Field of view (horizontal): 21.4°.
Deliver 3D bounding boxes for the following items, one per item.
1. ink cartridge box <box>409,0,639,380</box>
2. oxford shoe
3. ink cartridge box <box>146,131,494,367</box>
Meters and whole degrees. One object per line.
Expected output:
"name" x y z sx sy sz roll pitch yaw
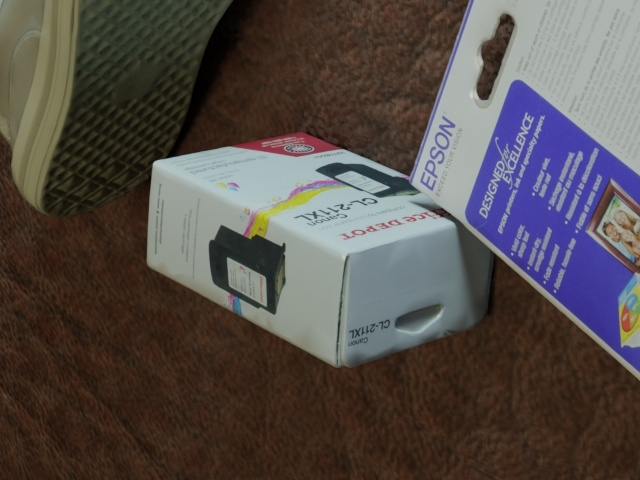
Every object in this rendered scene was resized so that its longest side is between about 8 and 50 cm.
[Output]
"ink cartridge box" 0.152 -0.058 0.877 0.208 0.045 0.206 42 132 31
"oxford shoe" -0.124 -0.185 1.071 0.130 0.169 0.449 58 143 20
"ink cartridge box" 0.000 0.000 1.013 0.175 0.127 0.072 25 118 42
